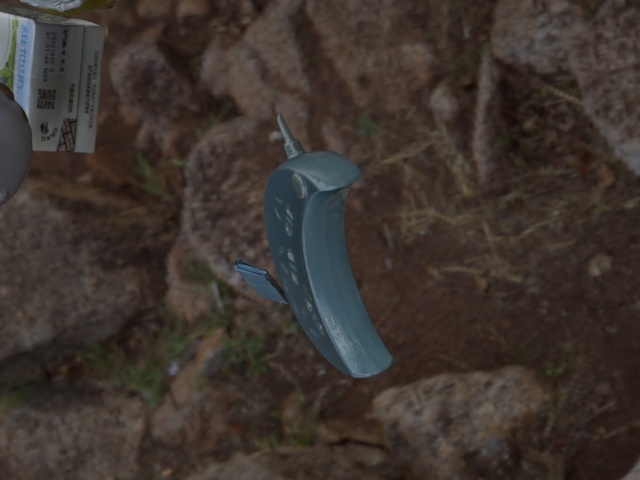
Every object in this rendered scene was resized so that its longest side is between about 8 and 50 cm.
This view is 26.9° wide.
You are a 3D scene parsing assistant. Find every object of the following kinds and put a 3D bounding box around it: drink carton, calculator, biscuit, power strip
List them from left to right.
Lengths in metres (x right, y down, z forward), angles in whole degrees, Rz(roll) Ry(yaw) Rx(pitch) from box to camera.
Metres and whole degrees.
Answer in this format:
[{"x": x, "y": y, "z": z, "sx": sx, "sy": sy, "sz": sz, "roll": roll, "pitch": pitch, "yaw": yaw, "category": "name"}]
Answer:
[{"x": -0.452, "y": -0.099, "z": 1.672, "sx": 0.049, "sy": 0.208, "sz": 0.181, "roll": 39, "pitch": 156, "yaw": 45, "category": "biscuit"}, {"x": -0.459, "y": -0.256, "z": 2.043, "sx": 0.324, "sy": 0.132, "sz": 0.194, "roll": 21, "pitch": 109, "yaw": 51, "category": "drink carton"}, {"x": -0.087, "y": 0.064, "z": 2.001, "sx": 0.057, "sy": 0.172, "sz": 0.018, "roll": 18, "pitch": 77, "yaw": 17, "category": "calculator"}, {"x": 0.000, "y": 0.000, "z": 1.091, "sx": 0.137, "sy": 0.044, "sz": 0.216, "roll": 31, "pitch": 137, "yaw": 57, "category": "power strip"}]

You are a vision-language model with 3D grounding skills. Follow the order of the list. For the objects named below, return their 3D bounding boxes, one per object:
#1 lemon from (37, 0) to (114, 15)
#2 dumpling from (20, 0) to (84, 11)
[{"x": -0.428, "y": -0.519, "z": 2.242, "sx": 0.268, "sy": 0.268, "sz": 0.322, "roll": 12, "pitch": 156, "yaw": 47, "category": "lemon"}, {"x": -0.202, "y": -0.375, "z": 1.463, "sx": 0.181, "sy": 0.341, "sz": 0.260, "roll": 77, "pitch": -171, "yaw": -55, "category": "dumpling"}]
